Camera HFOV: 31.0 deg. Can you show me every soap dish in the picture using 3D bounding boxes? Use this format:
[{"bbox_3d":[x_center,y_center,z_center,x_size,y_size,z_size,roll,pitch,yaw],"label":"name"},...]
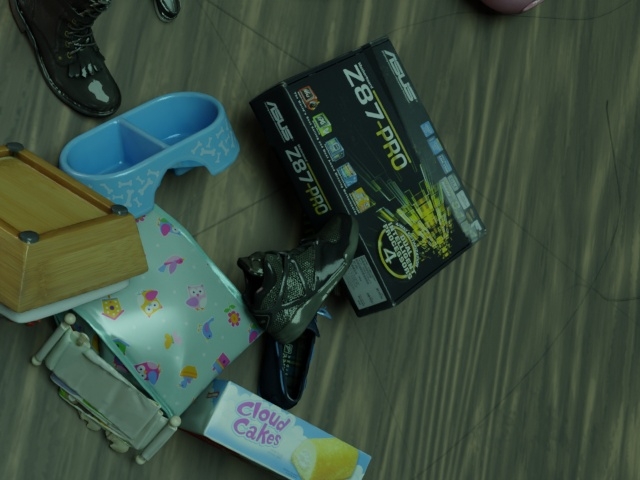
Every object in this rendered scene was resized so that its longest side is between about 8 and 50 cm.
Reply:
[{"bbox_3d":[-0.402,-0.021,1.522,0.229,0.291,0.118,-20,133,-52],"label":"soap dish"}]

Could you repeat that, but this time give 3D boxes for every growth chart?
[{"bbox_3d":[-0.305,0.217,1.619,0.237,0.172,0.021,45,45,-9],"label":"growth chart"}]

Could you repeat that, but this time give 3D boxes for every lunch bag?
[{"bbox_3d":[-0.250,0.102,1.677,0.223,0.160,0.262,-45,109,-28],"label":"lunch bag"}]

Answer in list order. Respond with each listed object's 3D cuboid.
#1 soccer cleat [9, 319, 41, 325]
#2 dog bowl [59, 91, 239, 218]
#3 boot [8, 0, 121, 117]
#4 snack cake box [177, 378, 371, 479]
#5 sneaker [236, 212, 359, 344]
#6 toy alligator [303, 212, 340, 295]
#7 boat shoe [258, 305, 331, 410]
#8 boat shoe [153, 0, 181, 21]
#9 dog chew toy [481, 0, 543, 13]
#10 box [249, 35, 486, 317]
[{"bbox_3d":[-0.468,0.063,1.614,0.196,0.068,0.076,19,66,-33],"label":"soccer cleat"},{"bbox_3d":[-0.257,-0.131,1.709,0.297,0.166,0.074,-32,135,-31],"label":"dog bowl"},{"bbox_3d":[-0.349,-0.312,1.659,0.091,0.229,0.263,-41,101,-30],"label":"boot"},{"bbox_3d":[-0.076,0.300,1.734,0.264,0.152,0.089,31,76,-22],"label":"snack cake box"},{"bbox_3d":[-0.035,0.028,1.705,0.130,0.087,0.227,44,69,-22],"label":"sneaker"},{"bbox_3d":[0.000,0.000,1.907,0.051,0.056,0.189,-6,81,9],"label":"toy alligator"},{"bbox_3d":[-0.031,0.144,1.834,0.109,0.089,0.258,9,75,-29],"label":"boat shoe"},{"bbox_3d":[-0.256,-0.414,1.846,0.046,0.038,0.125,-14,87,-32],"label":"boat shoe"},{"bbox_3d":[0.327,-0.589,2.136,0.207,0.206,0.331,-29,88,-31],"label":"dog chew toy"},{"bbox_3d":[0.087,-0.113,1.912,0.318,0.097,0.395,-32,97,-49],"label":"box"}]
